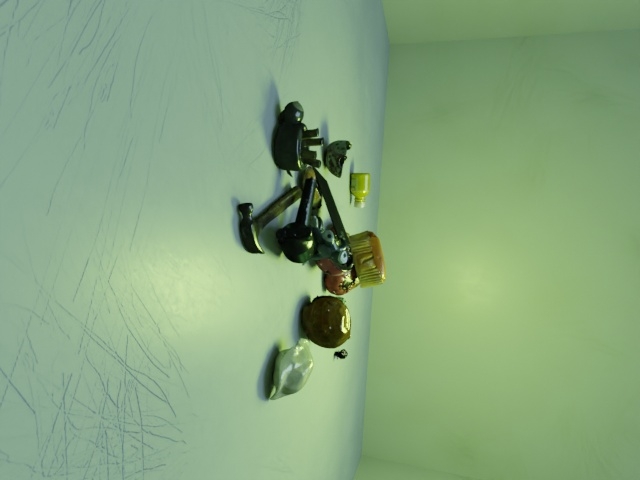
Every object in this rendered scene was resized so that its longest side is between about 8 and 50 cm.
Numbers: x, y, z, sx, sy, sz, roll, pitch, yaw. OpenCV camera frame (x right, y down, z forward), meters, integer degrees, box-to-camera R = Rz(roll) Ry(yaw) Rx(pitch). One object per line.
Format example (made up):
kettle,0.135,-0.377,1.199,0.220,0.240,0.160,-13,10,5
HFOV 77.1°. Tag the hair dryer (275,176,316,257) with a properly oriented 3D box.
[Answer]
hair dryer,-0.062,-0.088,1.331,0.244,0.116,0.302,94,5,-77

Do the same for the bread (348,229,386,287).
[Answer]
bread,0.247,0.092,2.063,0.204,0.156,0.287,39,37,-79

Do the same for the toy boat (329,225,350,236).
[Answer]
toy boat,0.102,-0.022,2.100,0.318,0.099,0.140,28,63,-77

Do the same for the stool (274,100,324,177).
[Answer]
stool,-0.071,-0.325,1.309,0.153,0.139,0.227,-69,160,-51

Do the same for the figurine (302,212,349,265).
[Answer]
figurine,0.006,0.000,1.497,0.140,0.265,0.192,-16,113,-53

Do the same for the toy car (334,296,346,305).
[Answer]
toy car,0.072,0.381,2.098,0.076,0.090,0.224,69,28,-45

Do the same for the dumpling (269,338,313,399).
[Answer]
dumpling,-0.100,0.449,1.417,0.250,0.132,0.162,-52,155,-38

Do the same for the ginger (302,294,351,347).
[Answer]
ginger,0.031,0.371,1.732,0.223,0.201,0.269,-54,144,-66

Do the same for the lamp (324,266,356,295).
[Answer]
lamp,0.097,0.190,2.045,0.182,0.140,0.181,-22,126,-33

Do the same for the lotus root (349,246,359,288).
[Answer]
lotus root,0.162,0.154,2.234,0.193,0.193,0.290,69,36,-57

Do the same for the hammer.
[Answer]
hammer,-0.142,-0.099,1.281,0.440,0.044,0.168,-55,145,-62

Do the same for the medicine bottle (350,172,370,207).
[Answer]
medicine bottle,0.247,-0.313,2.507,0.122,0.122,0.212,-35,127,-71

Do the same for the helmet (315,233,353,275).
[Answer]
helmet,0.048,0.076,1.824,0.198,0.154,0.253,56,31,-2

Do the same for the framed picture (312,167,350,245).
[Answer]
framed picture,0.051,-0.142,1.767,0.255,0.014,0.338,23,46,-75

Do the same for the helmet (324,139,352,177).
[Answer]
helmet,0.071,-0.392,1.887,0.153,0.107,0.176,-66,174,-59

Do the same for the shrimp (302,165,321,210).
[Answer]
shrimp,-0.032,-0.202,1.641,0.267,0.061,0.145,58,29,-62

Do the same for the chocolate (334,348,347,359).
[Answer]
chocolate,0.125,0.681,2.410,0.147,0.072,0.070,69,25,-69
